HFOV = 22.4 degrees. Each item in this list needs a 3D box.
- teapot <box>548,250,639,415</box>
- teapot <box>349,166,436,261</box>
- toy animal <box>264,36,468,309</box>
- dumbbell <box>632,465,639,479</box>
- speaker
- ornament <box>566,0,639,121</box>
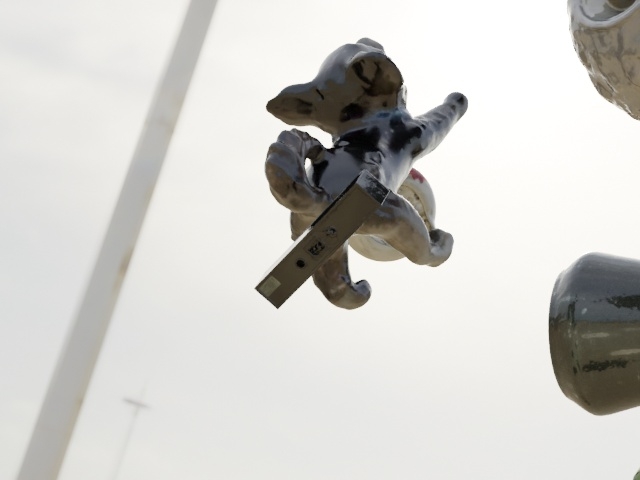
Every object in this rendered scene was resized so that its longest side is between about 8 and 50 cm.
[{"bbox_3d":[0.543,0.150,2.433,0.344,0.253,0.300,-3,-36,28],"label":"teapot"},{"bbox_3d":[0.085,-0.047,2.274,0.226,0.145,0.092,35,-2,-27],"label":"teapot"},{"bbox_3d":[0.043,-0.126,2.059,0.194,0.344,0.302,-16,-38,32],"label":"toy animal"},{"bbox_3d":[0.383,0.301,1.384,0.108,0.302,0.121,-24,-37,-7],"label":"dumbbell"},{"bbox_3d":[0.000,0.000,1.843,0.040,0.046,0.191,42,-62,-5],"label":"speaker"},{"bbox_3d":[0.485,-0.291,2.018,0.337,0.337,0.337,16,-14,4],"label":"ornament"}]
